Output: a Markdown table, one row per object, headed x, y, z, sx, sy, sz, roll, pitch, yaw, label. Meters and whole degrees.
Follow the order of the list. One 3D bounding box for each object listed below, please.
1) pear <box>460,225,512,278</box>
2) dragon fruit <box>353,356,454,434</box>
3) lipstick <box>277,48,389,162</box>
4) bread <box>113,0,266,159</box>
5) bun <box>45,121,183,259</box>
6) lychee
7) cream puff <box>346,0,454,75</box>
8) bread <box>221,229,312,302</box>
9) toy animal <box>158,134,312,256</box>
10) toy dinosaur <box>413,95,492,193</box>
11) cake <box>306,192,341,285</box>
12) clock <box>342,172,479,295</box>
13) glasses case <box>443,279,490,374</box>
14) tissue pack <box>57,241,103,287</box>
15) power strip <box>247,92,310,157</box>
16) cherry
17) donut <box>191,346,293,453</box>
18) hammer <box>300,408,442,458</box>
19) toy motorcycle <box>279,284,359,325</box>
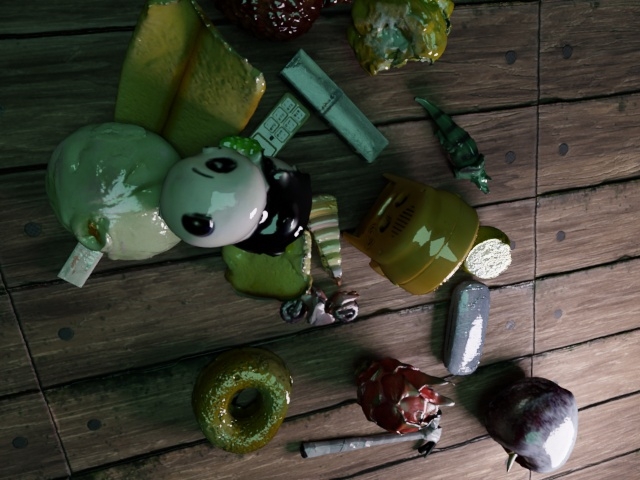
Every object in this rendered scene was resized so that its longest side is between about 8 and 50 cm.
| x | y | z | sx | sy | sz | roll | pitch | yaw | label |
| --- | --- | --- | --- | --- | --- | --- | --- | --- | --- |
| 0.429 | 0.023 | 1.103 | 0.141 | 0.104 | 0.141 | 2 | 122 | 2 | pear |
| 0.211 | 0.407 | 1.088 | 0.274 | 0.193 | 0.192 | 20 | 143 | 4 | dragon fruit |
| 0.034 | -0.296 | 0.940 | 0.290 | 0.077 | 0.076 | 40 | 92 | -20 | lipstick |
| -0.247 | -0.246 | 0.738 | 0.233 | 0.362 | 0.245 | 29 | 93 | -19 | bread |
| -0.394 | -0.071 | 0.803 | 0.293 | 0.187 | 0.293 | -2 | 122 | -4 | bun |
| -0.072 | -0.505 | 0.768 | 0.300 | 0.264 | 0.264 | 14 | 100 | -12 | lychee |
| 0.168 | -0.465 | 0.878 | 0.195 | 0.221 | 0.194 | -11 | 103 | -57 | cream puff |
| -0.102 | 0.041 | 0.967 | 0.251 | 0.133 | 0.174 | 1 | 101 | 32 | bread |
| -0.154 | -0.085 | 0.769 | 0.267 | 0.212 | 0.212 | 12 | 103 | -51 | toy animal |
| 0.337 | -0.239 | 1.034 | 0.079 | 0.120 | 0.292 | -35 | 85 | 8 | toy dinosaur |
| 0.019 | -0.009 | 0.991 | 0.090 | 0.109 | 0.225 | -25 | 107 | -7 | cake |
| 0.203 | -0.016 | 0.928 | 0.200 | 0.317 | 0.244 | 30 | 96 | -12 | clock |
| 0.412 | 0.249 | 1.171 | 0.109 | 0.067 | 0.282 | 0 | 102 | -16 | glasses case |
| -0.526 | 0.046 | 0.919 | 0.056 | 0.023 | 0.108 | 34 | 94 | -19 | tissue pack |
| -0.102 | -0.250 | 0.945 | 0.076 | 0.028 | 0.169 | 40 | 92 | -20 | power strip |
| 0.616 | 0.541 | 1.212 | 0.255 | 0.218 | 0.296 | 44 | 85 | -12 | cherry |
| -0.192 | 0.409 | 1.047 | 0.272 | 0.107 | 0.272 | -3 | 102 | -14 | donut |
| 0.152 | 0.574 | 1.204 | 0.427 | 0.044 | 0.152 | 1 | 104 | -12 | hammer |
| 0.005 | 0.152 | 1.042 | 0.212 | 0.084 | 0.118 | 4 | 101 | -22 | toy motorcycle |
